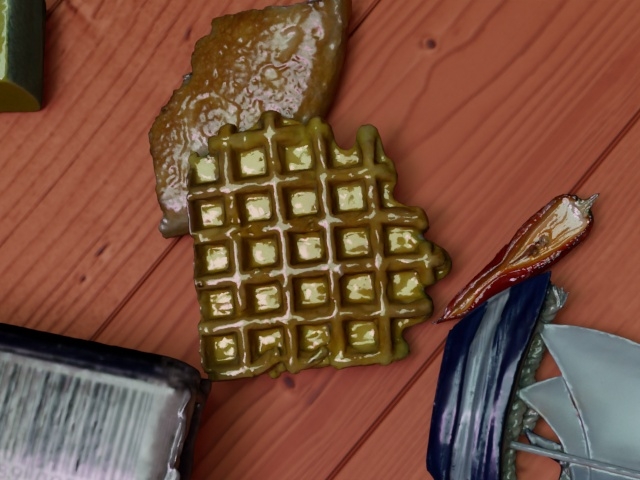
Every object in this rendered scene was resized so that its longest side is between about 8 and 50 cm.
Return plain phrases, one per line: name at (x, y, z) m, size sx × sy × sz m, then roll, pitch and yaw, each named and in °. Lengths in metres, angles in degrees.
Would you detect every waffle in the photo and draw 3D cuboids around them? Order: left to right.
waffle at (0.000, 0.000, 1.202) m, size 0.219 × 0.057 × 0.229 m, roll -5°, pitch 90°, yaw 5°

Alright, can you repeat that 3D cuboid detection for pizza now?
pizza at (-0.067, -0.117, 1.264) m, size 0.134 × 0.056 × 0.271 m, roll 28°, pitch 92°, yaw 14°

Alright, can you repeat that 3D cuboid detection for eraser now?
eraser at (-0.262, 0.150, 1.171) m, size 0.332 × 0.101 × 0.155 m, roll 10°, pitch 76°, yaw 10°

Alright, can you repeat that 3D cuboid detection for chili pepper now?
chili pepper at (0.168, 0.020, 1.198) m, size 0.178 × 0.027 × 0.045 m, roll -41°, pitch 70°, yaw 4°

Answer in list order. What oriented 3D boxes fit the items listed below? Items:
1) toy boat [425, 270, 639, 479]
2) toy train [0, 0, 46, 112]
toy boat at (0.214, 0.168, 1.142) m, size 0.291 × 0.070 × 0.210 m, roll 35°, pitch 92°, yaw 14°
toy train at (-0.374, -0.302, 1.332) m, size 0.237 × 0.150 × 0.369 m, roll -1°, pitch 80°, yaw 5°
